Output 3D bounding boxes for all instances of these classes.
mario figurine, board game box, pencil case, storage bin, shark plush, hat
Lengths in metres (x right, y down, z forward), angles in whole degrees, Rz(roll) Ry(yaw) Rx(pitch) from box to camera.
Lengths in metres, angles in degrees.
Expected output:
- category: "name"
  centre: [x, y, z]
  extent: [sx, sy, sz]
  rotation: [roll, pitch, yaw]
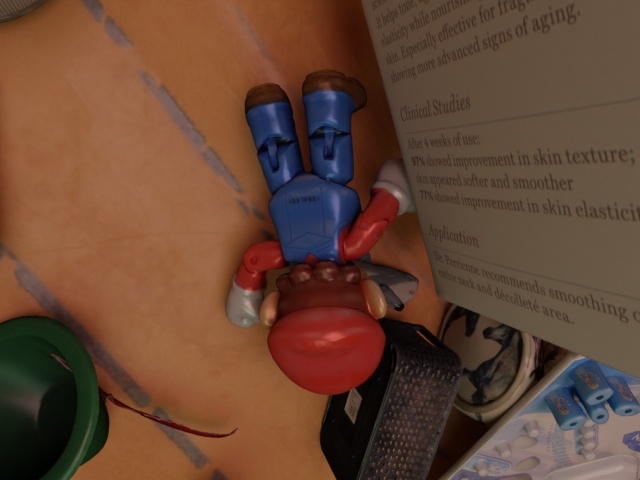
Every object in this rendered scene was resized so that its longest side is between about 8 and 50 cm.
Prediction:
- category: "mario figurine"
  centre: [0.000, 0.000, 0.599]
  extent: [0.170, 0.198, 0.320]
  rotation: [-2, 84, -37]
- category: "board game box"
  centre: [0.339, 0.324, 0.692]
  extent: [0.390, 0.050, 0.389]
  rotation: [20, 120, -20]
- category: "pencil case"
  centre: [0.346, 0.184, 0.722]
  extent: [0.411, 0.160, 0.183]
  rotation: [21, 108, -20]
- category: "storage bin"
  centre: [0.074, 0.188, 0.641]
  extent: [0.085, 0.122, 0.180]
  rotation: [14, 100, -20]
- category: "shark plush"
  centre: [0.042, 0.035, 0.678]
  extent: [0.161, 0.073, 0.067]
  rotation: [28, 65, 1]
- category: "hat"
  centre: [-0.248, 0.190, 0.592]
  extent: [0.208, 0.183, 0.173]
  rotation: [41, 88, 25]

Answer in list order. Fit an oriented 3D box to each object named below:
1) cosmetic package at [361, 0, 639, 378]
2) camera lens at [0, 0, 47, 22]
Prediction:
- category: "cosmetic package"
  centre: [0.255, -0.154, 0.417]
  extent: [0.328, 0.329, 0.393]
  rotation: [-19, 103, -14]
- category: "camera lens"
  centre: [-0.291, -0.290, 0.394]
  extent: [0.220, 0.274, 0.219]
  rotation: [-2, 97, -19]
